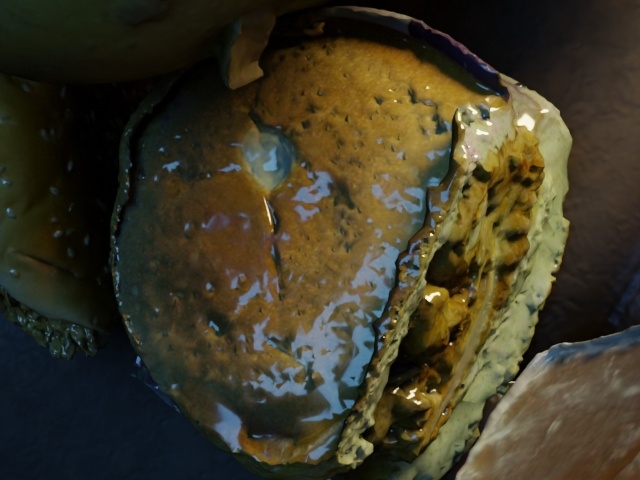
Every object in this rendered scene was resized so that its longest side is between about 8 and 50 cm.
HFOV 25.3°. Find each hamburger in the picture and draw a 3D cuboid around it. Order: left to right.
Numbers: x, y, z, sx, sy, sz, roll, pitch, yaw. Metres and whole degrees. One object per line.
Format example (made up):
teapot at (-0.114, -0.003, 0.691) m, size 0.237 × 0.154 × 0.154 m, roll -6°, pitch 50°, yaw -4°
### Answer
hamburger at (-0.203, -0.056, 1.041) m, size 0.146 × 0.243 × 0.286 m, roll -2°, pitch 75°, yaw 20°
hamburger at (0.000, 0.000, 0.971) m, size 0.277 × 0.195 × 0.318 m, roll 26°, pitch 89°, yaw 28°

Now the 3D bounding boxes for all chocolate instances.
chocolate at (0.187, 0.129, 0.858) m, size 0.080 × 0.254 × 0.157 m, roll 42°, pitch 66°, yaw -12°

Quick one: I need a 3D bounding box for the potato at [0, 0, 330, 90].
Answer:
potato at (-0.104, -0.254, 0.882) m, size 0.385 × 0.442 × 0.319 m, roll 35°, pitch 125°, yaw 6°
